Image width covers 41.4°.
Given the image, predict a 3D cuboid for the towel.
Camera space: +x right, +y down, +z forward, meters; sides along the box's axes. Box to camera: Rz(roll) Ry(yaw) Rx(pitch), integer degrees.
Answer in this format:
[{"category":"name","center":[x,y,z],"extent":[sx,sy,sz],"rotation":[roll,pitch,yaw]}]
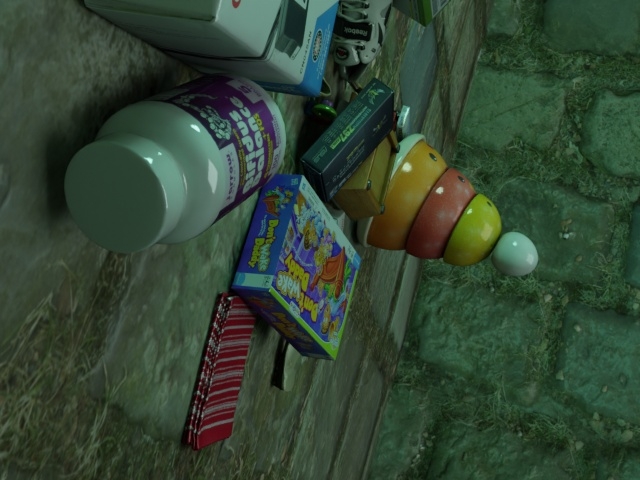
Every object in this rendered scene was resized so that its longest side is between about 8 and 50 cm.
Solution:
[{"category":"towel","center":[-0.170,0.232,1.526],"extent":[0.199,0.031,0.274],"rotation":[24,78,-75]}]

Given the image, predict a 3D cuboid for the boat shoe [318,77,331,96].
[{"category":"boat shoe","center":[-0.018,-0.308,1.603],"extent":[0.153,0.048,0.056],"rotation":[47,57,-72]}]

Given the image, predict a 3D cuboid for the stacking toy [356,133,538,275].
[{"category":"stacking toy","center":[0.369,-0.045,2.310],"extent":[0.350,0.480,0.350],"rotation":[-57,167,-21]}]

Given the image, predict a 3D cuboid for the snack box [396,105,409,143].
[{"category":"snack box","center":[0.231,-0.306,2.367],"extent":[0.178,0.022,0.064],"rotation":[75,32,-70]}]

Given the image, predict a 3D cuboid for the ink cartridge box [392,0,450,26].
[{"category":"ink cartridge box","center":[0.135,-0.565,1.671],"extent":[0.097,0.255,0.189],"rotation":[-48,157,-9]}]

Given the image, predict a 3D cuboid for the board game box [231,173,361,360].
[{"category":"board game box","center":[-0.034,0.060,1.632],"extent":[0.347,0.078,0.233],"rotation":[53,47,-56]}]

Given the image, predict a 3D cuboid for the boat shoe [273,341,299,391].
[{"category":"boat shoe","center":[-0.075,0.265,1.873],"extent":[0.049,0.042,0.133],"rotation":[9,93,-49]}]

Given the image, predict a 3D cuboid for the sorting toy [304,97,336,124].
[{"category":"sorting toy","center":[0.003,-0.265,1.693],"extent":[0.102,0.061,0.042],"rotation":[140,-35,-77]}]

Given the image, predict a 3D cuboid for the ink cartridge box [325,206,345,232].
[{"category":"ink cartridge box","center":[0.000,0.000,1.883],"extent":[0.150,0.063,0.109],"rotation":[-43,142,-62]}]

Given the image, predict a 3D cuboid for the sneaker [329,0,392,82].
[{"category":"sneaker","center":[0.074,-0.430,1.695],"extent":[0.330,0.122,0.146],"rotation":[71,38,-68]}]

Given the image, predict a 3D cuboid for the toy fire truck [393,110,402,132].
[{"category":"toy fire truck","center":[0.185,-0.295,2.341],"extent":[0.192,0.047,0.135],"rotation":[-28,129,-72]}]

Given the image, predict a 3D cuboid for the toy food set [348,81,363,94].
[{"category":"toy food set","center":[0.082,-0.345,1.895],"extent":[0.019,0.078,0.122],"rotation":[-37,167,4]}]

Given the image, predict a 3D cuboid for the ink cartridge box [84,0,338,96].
[{"category":"ink cartridge box","center":[-0.099,-0.361,1.049],"extent":[0.395,0.166,0.285],"rotation":[5,97,-74]}]

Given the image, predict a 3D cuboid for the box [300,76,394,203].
[{"category":"box","center":[0.060,-0.202,1.751],"extent":[0.232,0.059,0.183],"rotation":[-49,165,-11]}]

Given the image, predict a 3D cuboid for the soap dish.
[{"category":"soap dish","center":[0.097,-0.184,1.981],"extent":[0.291,0.118,0.228],"rotation":[45,58,-73]}]

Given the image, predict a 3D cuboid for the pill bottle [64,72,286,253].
[{"category":"pill bottle","center":[-0.167,-0.095,1.015],"extent":[0.301,0.169,0.169],"rotation":[-48,147,-61]}]
